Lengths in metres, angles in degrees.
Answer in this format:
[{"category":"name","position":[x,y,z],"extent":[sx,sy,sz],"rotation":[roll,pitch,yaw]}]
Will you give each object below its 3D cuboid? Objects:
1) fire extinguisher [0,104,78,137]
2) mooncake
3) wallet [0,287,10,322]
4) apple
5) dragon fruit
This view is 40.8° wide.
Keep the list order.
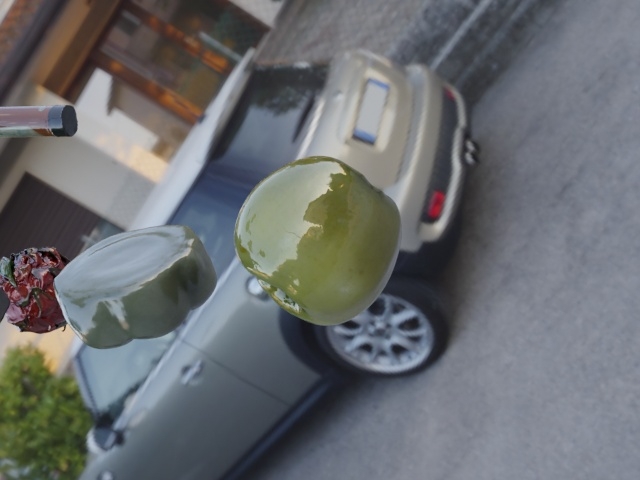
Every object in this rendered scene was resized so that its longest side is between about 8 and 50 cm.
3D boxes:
[{"category":"fire extinguisher","position":[-0.454,-0.177,1.286],"extent":[0.062,0.177,0.050],"rotation":[-60,-32,-63]},{"category":"mooncake","position":[-0.306,0.077,1.444],"extent":[0.275,0.135,0.275],"rotation":[-17,22,7]},{"category":"wallet","position":[-0.527,0.062,1.287],"extent":[0.018,0.157,0.082],"rotation":[-25,28,18]},{"category":"apple","position":[0.000,0.000,1.328],"extent":[0.262,0.262,0.262],"rotation":[-56,12,18]},{"category":"dragon fruit","position":[-0.719,0.141,2.261],"extent":[0.233,0.293,0.234],"rotation":[-14,63,28]}]
